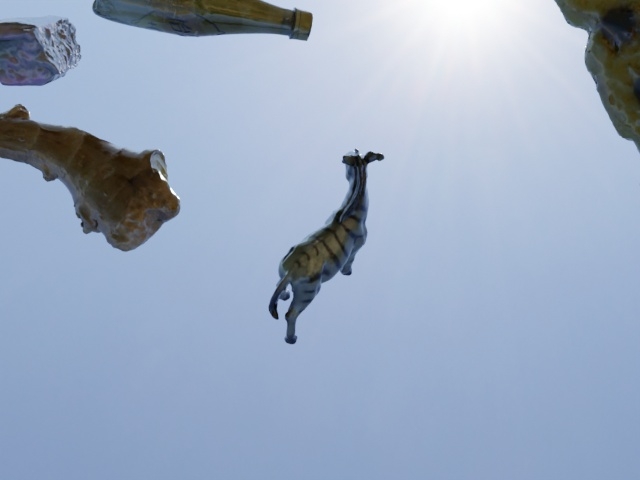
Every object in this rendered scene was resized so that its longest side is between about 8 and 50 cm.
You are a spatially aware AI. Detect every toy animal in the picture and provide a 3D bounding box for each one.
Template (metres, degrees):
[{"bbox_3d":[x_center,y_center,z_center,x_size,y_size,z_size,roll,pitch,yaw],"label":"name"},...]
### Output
[{"bbox_3d":[0.005,0.002,1.259,0.073,0.176,0.217,30,-120,16],"label":"toy animal"}]

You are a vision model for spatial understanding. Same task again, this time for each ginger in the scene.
[{"bbox_3d":[-0.302,-0.080,1.266,0.295,0.086,0.131,20,-99,9],"label":"ginger"}]

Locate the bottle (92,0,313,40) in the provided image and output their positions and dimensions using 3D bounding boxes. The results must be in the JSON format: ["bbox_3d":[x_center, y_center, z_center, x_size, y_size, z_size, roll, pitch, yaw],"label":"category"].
[{"bbox_3d":[-0.142,-0.288,1.303,0.270,0.083,0.083,10,-136,-11],"label":"bottle"}]

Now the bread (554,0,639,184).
[{"bbox_3d":[0.229,-0.072,0.559,0.138,0.361,0.077,-29,172,36],"label":"bread"}]

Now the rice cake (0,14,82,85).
[{"bbox_3d":[-0.214,-0.147,0.802,0.055,0.049,0.270,-18,-166,-3],"label":"rice cake"}]
